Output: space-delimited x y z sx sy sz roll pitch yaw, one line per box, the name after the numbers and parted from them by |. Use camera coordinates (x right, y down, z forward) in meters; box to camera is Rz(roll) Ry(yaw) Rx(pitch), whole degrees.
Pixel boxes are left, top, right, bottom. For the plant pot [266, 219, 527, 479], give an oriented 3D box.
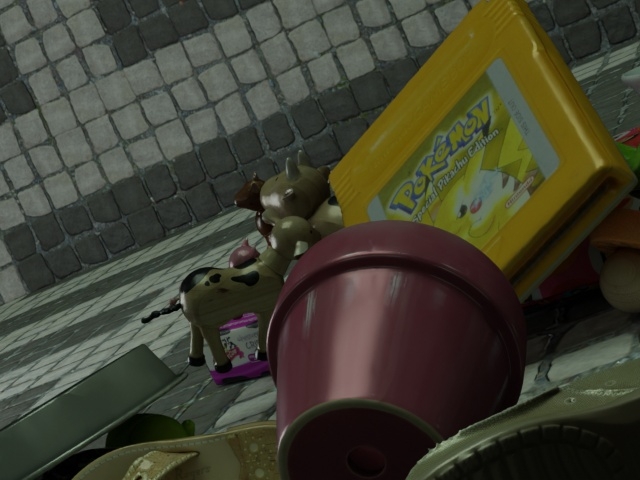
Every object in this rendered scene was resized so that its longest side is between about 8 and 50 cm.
0.048 0.115 1.125 0.201 0.201 0.180 -21 25 24 | plant pot

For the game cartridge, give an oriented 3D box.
0.136 -0.059 1.454 0.285 0.053 0.323 -49 36 23 | game cartridge

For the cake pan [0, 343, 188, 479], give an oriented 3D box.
-0.267 0.188 1.492 0.293 0.054 0.293 -31 1 0 | cake pan

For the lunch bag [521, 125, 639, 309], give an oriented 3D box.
0.268 -0.023 1.584 0.293 0.120 0.258 -28 5 -31 | lunch bag

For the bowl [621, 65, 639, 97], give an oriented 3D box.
0.491 -0.164 1.670 0.298 0.134 0.298 -18 6 2 | bowl

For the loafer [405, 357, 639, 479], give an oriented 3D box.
0.162 0.137 0.939 0.268 0.102 0.092 -18 4 -18 | loafer

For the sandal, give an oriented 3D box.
-0.129 0.214 1.305 0.240 0.088 0.079 -19 3 6 | sandal

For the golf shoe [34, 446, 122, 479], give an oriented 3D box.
-0.246 0.244 1.500 0.198 0.077 0.094 -22 8 11 | golf shoe

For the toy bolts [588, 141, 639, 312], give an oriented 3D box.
0.358 -0.007 1.305 0.218 0.158 0.228 14 -11 -11 | toy bolts

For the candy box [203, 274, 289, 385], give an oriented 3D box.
-0.017 0.085 1.854 0.159 0.071 0.233 -16 11 44 | candy box

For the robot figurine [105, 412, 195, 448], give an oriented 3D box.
-0.175 0.209 1.545 0.101 0.067 0.115 -17 3 -31 | robot figurine

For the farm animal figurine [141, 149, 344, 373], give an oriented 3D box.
0.000 0.000 1.685 0.327 0.172 0.330 3 28 13 | farm animal figurine
